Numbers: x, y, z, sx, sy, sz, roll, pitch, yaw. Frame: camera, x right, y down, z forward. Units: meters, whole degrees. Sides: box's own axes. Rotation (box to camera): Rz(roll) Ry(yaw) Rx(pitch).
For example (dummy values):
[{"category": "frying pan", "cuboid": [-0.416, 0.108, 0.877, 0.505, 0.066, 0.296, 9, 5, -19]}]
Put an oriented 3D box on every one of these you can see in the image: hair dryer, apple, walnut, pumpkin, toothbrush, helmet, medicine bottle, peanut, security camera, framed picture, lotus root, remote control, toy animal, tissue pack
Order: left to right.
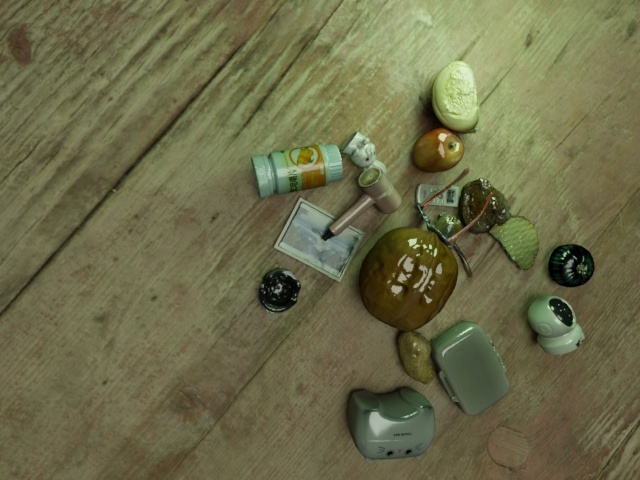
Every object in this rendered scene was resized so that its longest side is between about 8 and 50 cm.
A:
[{"category": "helmet", "cuboid": [-0.160, 0.179, 1.634, 0.153, 0.107, 0.176, 17, 110, -17]}, {"category": "medicine bottle", "cuboid": [-0.085, -0.262, 1.579, 0.318, 0.158, 0.158, -13, 98, -12]}, {"category": "framed picture", "cuboid": [0.000, 0.000, 1.692, 0.315, 0.024, 0.232, 28, 88, -15]}, {"category": "hair dryer", "cuboid": [0.146, -0.111, 1.666, 0.344, 0.106, 0.189, -42, 130, 4]}, {"category": "toy animal", "cuboid": [0.185, -0.311, 1.655, 0.221, 0.131, 0.103, 44, 71, -16]}, {"category": "tissue pack", "cuboid": [0.281, 0.744, 1.719, 0.333, 0.229, 0.235, 2, 94, -12]}, {"category": "walnut", "cuboid": [0.334, 0.143, 1.631, 0.354, 0.308, 0.397, 22, 98, -17]}, {"category": "peanut", "cuboid": [0.403, 0.487, 1.778, 0.137, 0.122, 0.253, -13, 100, -5]}, {"category": "apple", "cuboid": [0.459, -0.349, 1.689, 0.199, 0.199, 0.199, -1, 96, -13]}, {"category": "remote control", "cuboid": [0.488, -0.188, 1.781, 0.190, 0.029, 0.087, 4, 94, -13]}, {"category": "lotus root", "cuboid": [0.508, -0.013, 1.766, 0.113, 0.088, 0.192, 24, 105, -5]}, {"category": "toothbrush", "cuboid": [0.581, 0.023, 1.825, 0.031, 0.023, 0.321, -28, 100, -6]}, {"category": "medicine bottle", "cuboid": [0.641, 0.549, 1.837, 0.282, 0.123, 0.375, -30, 102, -9]}, {"category": "security camera", "cuboid": [1.019, 0.356, 1.876, 0.195, 0.194, 0.236, -30, 96, -8]}, {"category": "pumpkin", "cuboid": [1.116, 0.113, 1.895, 0.202, 0.140, 0.201, -1, 95, -10]}]

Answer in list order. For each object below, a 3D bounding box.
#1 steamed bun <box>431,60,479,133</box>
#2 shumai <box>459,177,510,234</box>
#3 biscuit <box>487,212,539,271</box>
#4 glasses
[{"category": "steamed bun", "cuboid": [0.521, -0.540, 1.665, 0.166, 0.232, 0.272, -11, 99, 16]}, {"category": "shumai", "cuboid": [0.683, -0.149, 1.783, 0.185, 0.184, 0.218, -18, 87, -45]}, {"category": "biscuit", "cuboid": [0.872, -0.010, 1.881, 0.187, 0.036, 0.273, -43, 102, -6]}, {"category": "glasses", "cuboid": [0.527, -0.122, 1.657, 0.268, 0.234, 0.118, -37, 134, 13]}]
